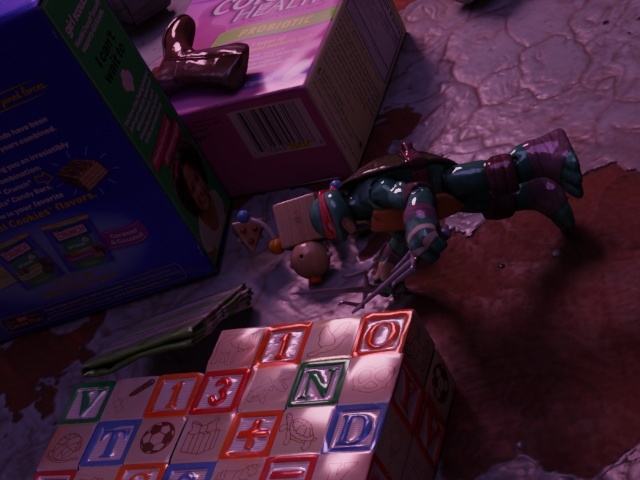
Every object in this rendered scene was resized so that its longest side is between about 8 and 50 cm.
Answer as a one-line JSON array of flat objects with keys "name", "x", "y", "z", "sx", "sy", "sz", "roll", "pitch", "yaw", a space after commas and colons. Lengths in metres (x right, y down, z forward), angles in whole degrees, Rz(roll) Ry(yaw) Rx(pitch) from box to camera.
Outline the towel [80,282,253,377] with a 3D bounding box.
[{"name": "towel", "x": -0.128, "y": 0.080, "z": 1.086, "sx": 0.113, "sy": 0.023, "sz": 0.152, "roll": -21, "pitch": 6, "yaw": 19}]

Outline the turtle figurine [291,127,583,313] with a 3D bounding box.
[{"name": "turtle figurine", "x": 0.081, "y": -0.019, "z": 0.984, "sx": 0.234, "sy": 0.118, "sz": 0.175, "roll": -15, "pitch": -4, "yaw": 0}]

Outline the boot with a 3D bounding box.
[{"name": "boot", "x": -0.108, "y": -0.186, "z": 1.234, "sx": 0.114, "sy": 0.037, "sz": 0.106, "roll": -5, "pitch": 57, "yaw": 37}]

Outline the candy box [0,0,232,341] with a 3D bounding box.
[{"name": "candy box", "x": -0.276, "y": -0.078, "z": 1.187, "sx": 0.268, "sy": 0.317, "sz": 0.122, "roll": -17, "pitch": 38, "yaw": 18}]

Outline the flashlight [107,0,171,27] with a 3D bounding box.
[{"name": "flashlight", "x": -0.340, "y": -0.261, "z": 1.646, "sx": 0.304, "sy": 0.103, "sz": 0.103, "roll": -32, "pitch": 74, "yaw": -6}]

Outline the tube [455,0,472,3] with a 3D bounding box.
[{"name": "tube", "x": 0.224, "y": -0.345, "z": 1.375, "sx": 0.070, "sy": 0.062, "sz": 0.240, "roll": 44, "pitch": 67, "yaw": 9}]

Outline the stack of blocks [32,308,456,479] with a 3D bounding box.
[{"name": "stack of blocks", "x": -0.063, "y": 0.156, "z": 0.948, "sx": 0.297, "sy": 0.087, "sz": 0.171, "roll": -9, "pitch": 41, "yaw": 28}]

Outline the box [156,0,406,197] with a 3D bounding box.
[{"name": "box", "x": -0.051, "y": -0.171, "z": 1.308, "sx": 0.213, "sy": 0.117, "sz": 0.243, "roll": -8, "pitch": 41, "yaw": 29}]

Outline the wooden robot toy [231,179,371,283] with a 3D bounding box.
[{"name": "wooden robot toy", "x": 0.000, "y": 0.000, "z": 1.131, "sx": 0.173, "sy": 0.076, "sz": 0.079, "roll": -17, "pitch": 73, "yaw": 19}]
